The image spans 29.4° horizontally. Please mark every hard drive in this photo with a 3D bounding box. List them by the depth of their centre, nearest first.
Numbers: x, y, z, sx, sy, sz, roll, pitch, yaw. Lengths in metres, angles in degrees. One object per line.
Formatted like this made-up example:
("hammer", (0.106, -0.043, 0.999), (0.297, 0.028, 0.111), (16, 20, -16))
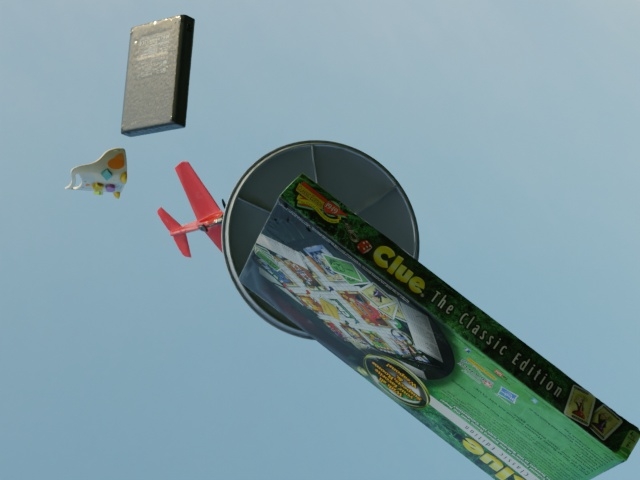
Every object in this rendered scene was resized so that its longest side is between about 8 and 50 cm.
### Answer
("hard drive", (-0.194, -0.194, 1.447), (0.022, 0.094, 0.135), (18, -108, -51))

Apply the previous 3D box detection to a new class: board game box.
("board game box", (0.067, 0.071, 0.786), (0.260, 0.136, 0.030), (38, -121, 3))

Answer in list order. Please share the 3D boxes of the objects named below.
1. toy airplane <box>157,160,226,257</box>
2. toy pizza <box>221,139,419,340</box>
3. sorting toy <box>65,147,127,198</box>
("toy airplane", (-0.138, -0.019, 1.381), (0.028, 0.151, 0.151), (-38, -97, -30))
("toy pizza", (0.000, 0.000, 1.203), (0.201, 0.032, 0.201), (3, -101, -14))
("sorting toy", (-0.306, -0.084, 1.652), (0.075, 0.083, 0.045), (-5, -117, -26))
